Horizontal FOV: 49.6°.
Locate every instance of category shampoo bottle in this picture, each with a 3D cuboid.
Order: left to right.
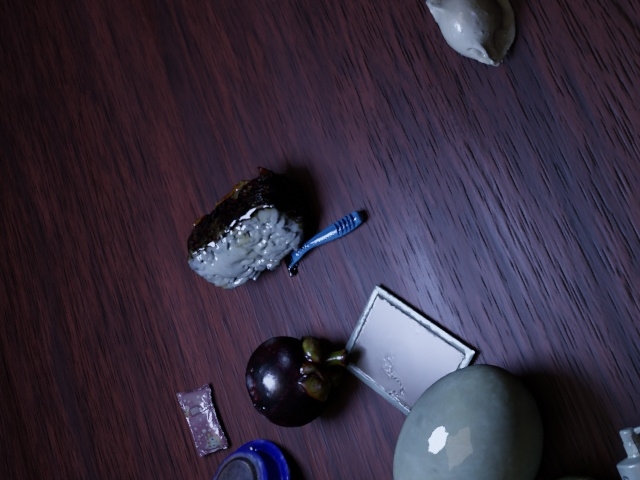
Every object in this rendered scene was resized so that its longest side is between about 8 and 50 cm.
[{"bbox_3d":[0.579,0.450,1.184,0.085,0.085,0.262,-30,73,32],"label":"shampoo bottle"}]

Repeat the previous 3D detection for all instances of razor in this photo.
[{"bbox_3d":[0.000,0.000,1.628,0.253,0.042,0.082,-30,72,31],"label":"razor"}]

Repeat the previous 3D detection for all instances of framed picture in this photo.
[{"bbox_3d":[0.182,0.255,1.513,0.273,0.016,0.216,35,110,30],"label":"framed picture"}]

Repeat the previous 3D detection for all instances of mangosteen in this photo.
[{"bbox_3d":[-0.045,0.305,1.577,0.250,0.211,0.211,-30,72,11],"label":"mangosteen"}]

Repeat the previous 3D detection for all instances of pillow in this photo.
[{"bbox_3d":[-0.313,0.480,1.859,0.118,0.043,0.185,-27,78,26],"label":"pillow"}]

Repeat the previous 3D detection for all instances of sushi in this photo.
[{"bbox_3d":[-0.181,-0.016,1.676,0.343,0.196,0.182,-34,32,26],"label":"sushi"}]

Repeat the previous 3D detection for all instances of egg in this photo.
[{"bbox_3d":[0.274,0.397,1.301,0.258,0.258,0.352,40,116,29],"label":"egg"}]

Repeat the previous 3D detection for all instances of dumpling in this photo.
[{"bbox_3d":[0.310,-0.443,1.370,0.155,0.181,0.111,-47,22,-5],"label":"dumpling"}]

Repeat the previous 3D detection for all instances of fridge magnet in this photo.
[{"bbox_3d":[-0.175,0.618,1.690,0.265,0.112,0.265,-25,49,32],"label":"fridge magnet"}]

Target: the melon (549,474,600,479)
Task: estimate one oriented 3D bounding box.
[{"bbox_3d":[0.439,0.557,1.197,0.237,0.237,0.302,13,98,35],"label":"melon"}]
